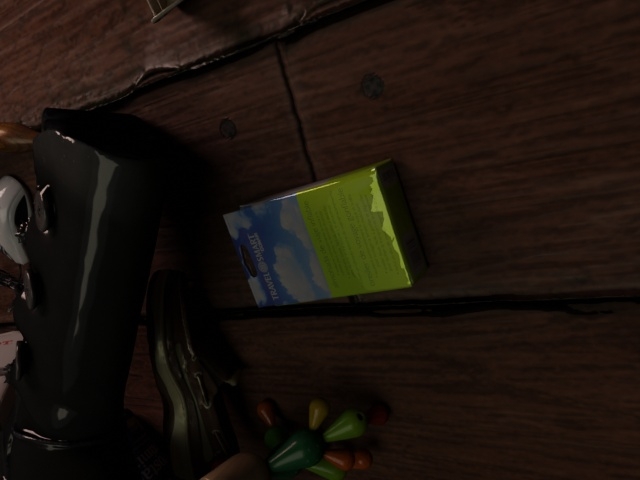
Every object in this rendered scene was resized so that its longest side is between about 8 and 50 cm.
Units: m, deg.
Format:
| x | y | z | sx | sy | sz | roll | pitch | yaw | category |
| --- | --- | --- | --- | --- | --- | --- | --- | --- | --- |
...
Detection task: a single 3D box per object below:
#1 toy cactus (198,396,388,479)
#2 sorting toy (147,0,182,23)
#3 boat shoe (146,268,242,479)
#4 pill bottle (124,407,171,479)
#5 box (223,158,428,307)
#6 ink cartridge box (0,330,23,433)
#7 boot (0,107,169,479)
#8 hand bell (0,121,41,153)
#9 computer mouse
| x | y | z | sx | sy | sz | roll | pitch | yaw | category |
| --- | --- | --- | --- | --- | --- | --- | --- | --- | --- |
| -0.050 | 0.222 | 0.587 | 0.219 | 0.180 | 0.112 | -26 | 74 | 32 | toy cactus |
| -0.134 | -0.253 | 0.519 | 0.075 | 0.045 | 0.083 | -21 | 97 | 29 | sorting toy |
| -0.140 | 0.156 | 0.679 | 0.095 | 0.095 | 0.257 | -6 | 101 | -3 | boat shoe |
| -0.259 | 0.358 | 0.801 | 0.219 | 0.123 | 0.123 | 51 | 127 | 3 | pill bottle |
| 0.000 | 0.000 | 0.537 | 0.178 | 0.042 | 0.109 | -12 | 102 | 36 | box |
| -0.526 | 0.260 | 0.794 | 0.211 | 0.289 | 0.121 | -9 | 111 | -12 | ink cartridge box |
| -0.207 | 0.120 | 0.554 | 0.367 | 0.146 | 0.445 | 30 | 108 | 40 | boot |
| -0.464 | -0.142 | 0.753 | 0.242 | 0.126 | 0.126 | 7 | 114 | 16 | hand bell |
| -0.451 | 0.000 | 0.822 | 0.106 | 0.042 | 0.193 | 24 | 121 | 23 | computer mouse |
